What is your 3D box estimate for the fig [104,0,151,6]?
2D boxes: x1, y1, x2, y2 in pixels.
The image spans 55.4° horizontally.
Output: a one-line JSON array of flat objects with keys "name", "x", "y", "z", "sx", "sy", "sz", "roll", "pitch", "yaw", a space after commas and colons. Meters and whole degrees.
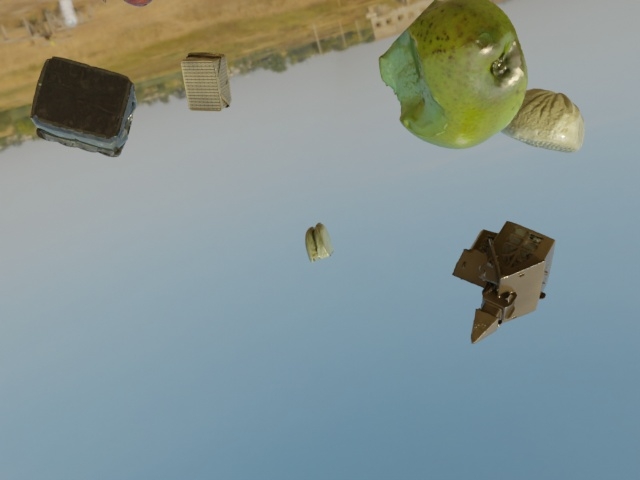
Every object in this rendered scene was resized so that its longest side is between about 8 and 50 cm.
[{"name": "fig", "x": -0.560, "y": -0.754, "z": 1.815, "sx": 0.150, "sy": 0.128, "sz": 0.128, "roll": -21, "pitch": -168, "yaw": 31}]

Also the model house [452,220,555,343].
[{"name": "model house", "x": 0.345, "y": 0.103, "z": 1.236, "sx": 0.176, "sy": 0.181, "sz": 0.248, "roll": 24, "pitch": -121, "yaw": 27}]

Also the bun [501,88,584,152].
[{"name": "bun", "x": 0.532, "y": -0.294, "z": 1.470, "sx": 0.220, "sy": 0.134, "sz": 0.220, "roll": 15, "pitch": -168, "yaw": -3}]

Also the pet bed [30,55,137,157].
[{"name": "pet bed", "x": -0.543, "y": -0.303, "z": 1.421, "sx": 0.211, "sy": 0.183, "sz": 0.159, "roll": 12, "pitch": 171, "yaw": -11}]

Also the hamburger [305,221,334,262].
[{"name": "hamburger", "x": -0.004, "y": 0.001, "z": 1.499, "sx": 0.054, "sy": 0.084, "sz": 0.121, "roll": -19, "pitch": -177, "yaw": 18}]

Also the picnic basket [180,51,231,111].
[{"name": "picnic basket", "x": -0.330, "y": -0.459, "z": 1.768, "sx": 0.115, "sy": 0.164, "sz": 0.079, "roll": 6, "pitch": -147, "yaw": 17}]

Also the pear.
[{"name": "pear", "x": 0.248, "y": -0.309, "z": 1.132, "sx": 0.176, "sy": 0.286, "sz": 0.282, "roll": -28, "pitch": -175, "yaw": -11}]
